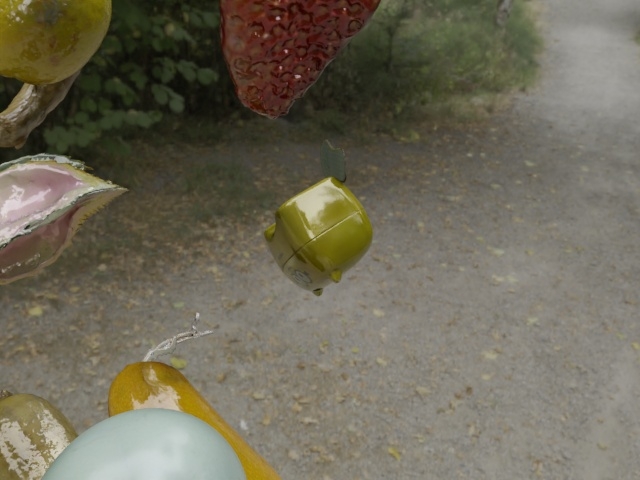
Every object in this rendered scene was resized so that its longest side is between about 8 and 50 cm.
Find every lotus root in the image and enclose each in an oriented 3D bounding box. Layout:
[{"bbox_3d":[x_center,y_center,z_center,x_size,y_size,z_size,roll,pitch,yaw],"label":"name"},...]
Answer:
[{"bbox_3d":[-0.540,0.391,1.224,0.169,0.151,0.343,-35,61,-24],"label":"lotus root"}]

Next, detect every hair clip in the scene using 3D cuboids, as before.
[{"bbox_3d":[-0.386,0.263,1.684,0.226,0.072,0.034,-30,10,-19],"label":"hair clip"}]

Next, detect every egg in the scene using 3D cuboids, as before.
[{"bbox_3d":[-0.160,0.258,0.562,0.183,0.264,0.182,22,28,-13],"label":"egg"}]

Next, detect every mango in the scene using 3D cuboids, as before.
[{"bbox_3d":[-0.135,0.301,0.793,0.144,0.359,0.187,-38,1,1],"label":"mango"}]

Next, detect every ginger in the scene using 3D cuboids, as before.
[{"bbox_3d":[-0.444,-0.257,1.045,0.086,0.131,0.294,21,54,-10],"label":"ginger"}]

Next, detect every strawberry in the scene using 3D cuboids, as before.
[{"bbox_3d":[-0.026,-0.215,0.485,0.107,0.235,0.175,11,3,-35],"label":"strawberry"}]

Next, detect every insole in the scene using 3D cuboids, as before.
[{"bbox_3d":[0.016,-0.112,0.944,0.004,0.064,0.188,-5,11,-9],"label":"insole"}]

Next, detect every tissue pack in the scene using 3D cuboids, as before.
[{"bbox_3d":[0.000,0.000,0.928,0.123,0.127,0.178,-35,-3,-19],"label":"tissue pack"}]

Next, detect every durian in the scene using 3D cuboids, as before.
[{"bbox_3d":[-0.517,-0.059,1.151,0.305,0.185,0.195,-40,75,-20],"label":"durian"}]

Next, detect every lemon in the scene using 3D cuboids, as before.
[{"bbox_3d":[-0.383,-0.309,0.908,0.170,0.207,0.170,32,-6,4],"label":"lemon"}]
